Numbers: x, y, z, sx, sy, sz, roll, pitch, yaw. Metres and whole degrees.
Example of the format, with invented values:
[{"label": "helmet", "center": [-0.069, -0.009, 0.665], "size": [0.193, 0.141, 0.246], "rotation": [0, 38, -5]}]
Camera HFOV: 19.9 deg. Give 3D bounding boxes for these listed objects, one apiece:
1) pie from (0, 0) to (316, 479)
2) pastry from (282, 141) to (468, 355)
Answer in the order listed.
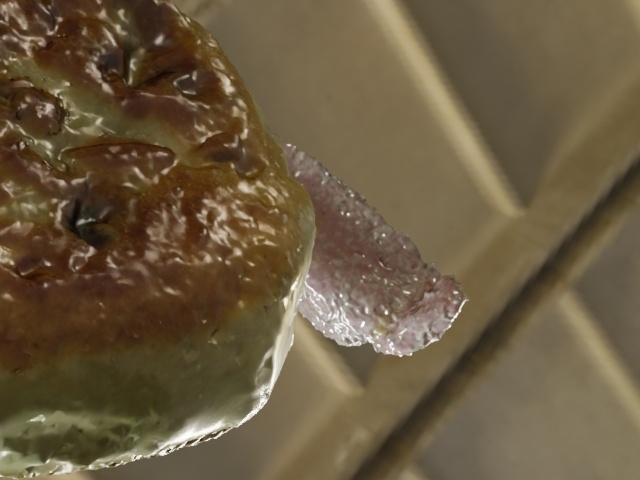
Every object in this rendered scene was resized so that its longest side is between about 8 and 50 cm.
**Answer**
[{"label": "pie", "center": [-0.136, -0.031, 0.870], "size": [0.315, 0.315, 0.092], "rotation": [-14, -23, -42]}, {"label": "pastry", "center": [0.002, 0.007, 1.546], "size": [0.103, 0.265, 0.112], "rotation": [-46, -16, -16]}]
